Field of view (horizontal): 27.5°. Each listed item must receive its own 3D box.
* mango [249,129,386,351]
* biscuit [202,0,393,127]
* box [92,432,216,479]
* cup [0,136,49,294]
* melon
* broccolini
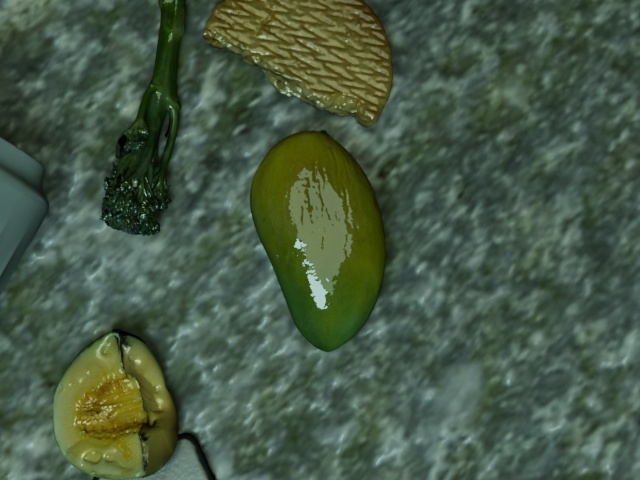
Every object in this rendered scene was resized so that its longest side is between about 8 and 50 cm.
[{"bbox_3d":[0.006,-0.004,1.443,0.137,0.091,0.238,-23,89,-1],"label":"mango"},{"bbox_3d":[-0.013,-0.232,1.501,0.224,0.033,0.145,26,79,0],"label":"biscuit"},{"bbox_3d":[-0.172,0.285,1.425,0.126,0.027,0.125,-24,82,-5],"label":"box"},{"bbox_3d":[-0.477,0.010,1.360,0.322,0.237,0.327,22,81,31],"label":"cup"},{"bbox_3d":[-0.223,0.185,1.414,0.128,0.079,0.160,-18,78,16],"label":"melon"},{"bbox_3d":[-0.190,-0.200,1.463,0.078,0.074,0.392,6,83,-9],"label":"broccolini"}]
